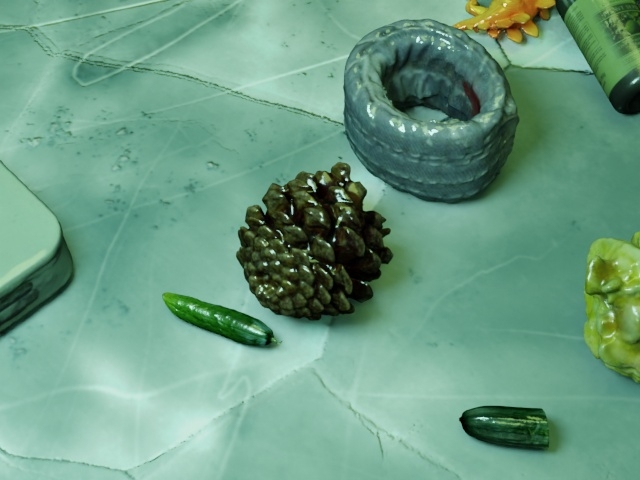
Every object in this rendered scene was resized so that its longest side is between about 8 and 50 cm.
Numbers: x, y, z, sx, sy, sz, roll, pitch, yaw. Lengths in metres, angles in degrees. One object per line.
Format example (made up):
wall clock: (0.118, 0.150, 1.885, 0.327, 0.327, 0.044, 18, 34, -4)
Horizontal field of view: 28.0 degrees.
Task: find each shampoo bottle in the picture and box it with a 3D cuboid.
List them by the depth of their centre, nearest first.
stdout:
shampoo bottle: (0.401, -0.317, 1.823, 0.101, 0.101, 0.284, -18, 66, -13)

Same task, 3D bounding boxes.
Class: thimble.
thimble: (0.144, -0.168, 1.702, 0.236, 0.172, 0.205, 25, 61, 20)

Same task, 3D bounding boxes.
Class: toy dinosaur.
toy dinosaur: (0.283, -0.344, 1.893, 0.117, 0.070, 0.288, 38, 67, 24)

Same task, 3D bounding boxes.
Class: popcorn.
popcorn: (0.394, 0.072, 1.523, 0.187, 0.185, 0.167, -29, 41, -10)

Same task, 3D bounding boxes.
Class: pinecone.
pinecone: (0.001, 0.005, 1.578, 0.204, 0.179, 0.184, -24, 79, -36)

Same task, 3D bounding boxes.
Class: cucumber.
cucumber: (0.214, 0.215, 1.496, 0.105, 0.048, 0.048, 5, 54, 4)
cucumber: (-0.120, 0.099, 1.586, 0.168, 0.039, 0.039, 19, 56, 15)

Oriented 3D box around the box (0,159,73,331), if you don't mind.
box: (-0.570, 0.011, 1.607, 0.396, 0.111, 0.396, -36, 61, -24)
